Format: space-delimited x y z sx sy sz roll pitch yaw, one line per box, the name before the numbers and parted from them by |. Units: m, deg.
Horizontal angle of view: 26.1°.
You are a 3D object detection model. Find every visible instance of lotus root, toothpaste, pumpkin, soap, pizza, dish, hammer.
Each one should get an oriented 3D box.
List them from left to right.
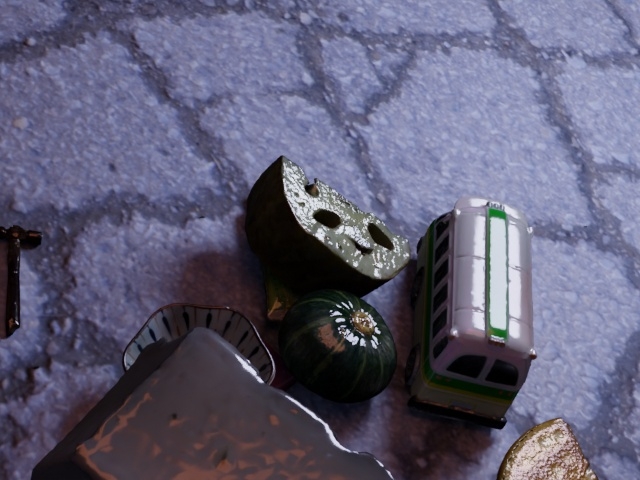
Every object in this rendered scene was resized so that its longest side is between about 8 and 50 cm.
hammer | -0.402 0.051 1.828 0.065 0.021 0.178 5 49 -16
soap | -0.133 0.308 1.419 0.350 0.435 0.213 41 55 12
dish | -0.155 0.170 1.739 0.191 0.066 0.190 4 53 -5
toothpaste | -0.061 0.016 1.964 0.078 0.047 0.248 6 50 -24
lotus root | 0.000 0.000 1.906 0.235 0.119 0.138 37 39 -13
pumpkin | 0.021 0.140 1.826 0.167 0.125 0.167 25 48 -32
pizza | 0.326 0.320 1.838 0.176 0.036 0.184 28 45 4

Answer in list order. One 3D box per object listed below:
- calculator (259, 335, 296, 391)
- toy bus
calculator | -0.128 0.182 1.803 0.126 0.034 0.190 40 48 19
toy bus | 0.212 0.083 1.906 0.143 0.179 0.305 14 47 -7
